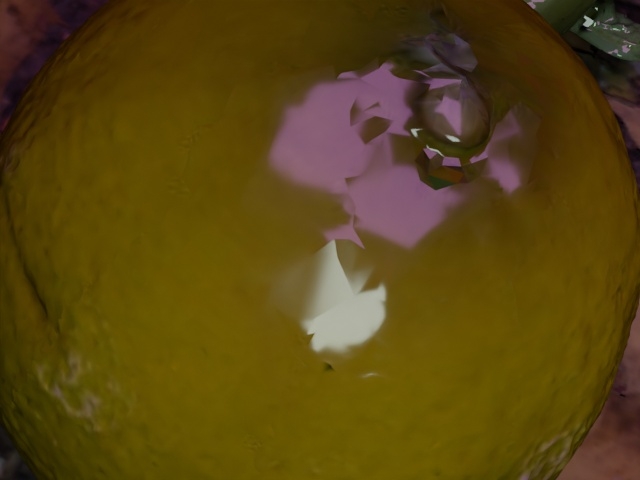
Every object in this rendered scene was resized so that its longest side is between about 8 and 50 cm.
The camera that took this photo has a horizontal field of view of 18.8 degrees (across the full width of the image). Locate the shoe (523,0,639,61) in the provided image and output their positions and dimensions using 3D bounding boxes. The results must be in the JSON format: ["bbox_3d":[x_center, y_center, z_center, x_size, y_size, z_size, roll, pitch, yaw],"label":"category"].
[{"bbox_3d":[0.108,-0.157,0.891,0.262,0.128,0.140,-43,66,-6],"label":"shoe"}]

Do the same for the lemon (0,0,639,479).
[{"bbox_3d":[0.000,0.000,0.688,0.240,0.219,0.240,11,57,-17],"label":"lemon"}]
